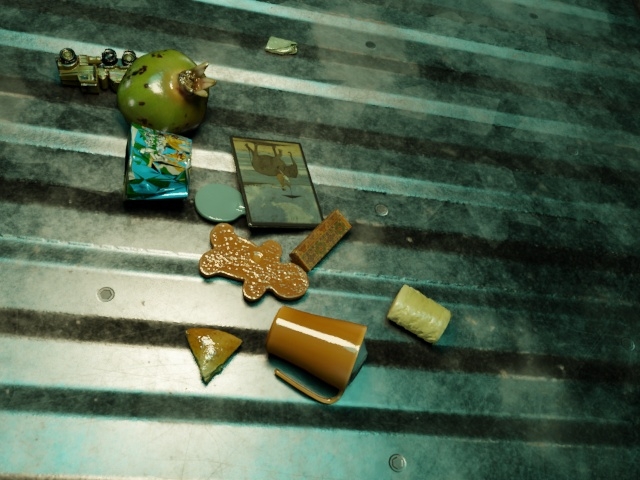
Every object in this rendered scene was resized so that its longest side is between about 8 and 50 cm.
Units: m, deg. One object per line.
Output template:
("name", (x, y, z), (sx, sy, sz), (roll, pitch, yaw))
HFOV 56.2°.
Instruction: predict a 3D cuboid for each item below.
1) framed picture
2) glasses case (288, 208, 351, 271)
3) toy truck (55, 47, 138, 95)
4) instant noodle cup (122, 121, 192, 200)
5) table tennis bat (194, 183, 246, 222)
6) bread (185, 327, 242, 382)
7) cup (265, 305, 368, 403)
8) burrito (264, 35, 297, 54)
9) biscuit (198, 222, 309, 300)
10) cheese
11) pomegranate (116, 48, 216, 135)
("framed picture", (-0.138, -0.186, 1.899), (0.265, 0.016, 0.347), (2, 58, -29))
("glasses case", (0.000, 0.000, 1.826), (0.075, 0.049, 0.218), (51, 57, -11))
("toy truck", (-0.715, -0.537, 1.940), (0.257, 0.127, 0.127), (1, 73, -13))
("instant noodle cup", (-0.475, -0.220, 1.752), (0.178, 0.240, 0.240), (4, 58, -21))
("table tennis bat", (-0.268, -0.105, 1.836), (0.237, 0.038, 0.149), (14, 48, -4))
("bread", (-0.270, 0.286, 1.584), (0.136, 0.054, 0.154), (-13, 66, -25))
("cup", (-0.012, 0.299, 1.592), (0.264, 0.182, 0.226), (20, 87, 6))
("burrito", (-0.146, -0.726, 2.247), (0.118, 0.044, 0.074), (14, 59, -4))
("biscuit", (-0.187, 0.083, 1.732), (0.324, 0.049, 0.205), (19, 57, -2))
("cheese", (0.289, 0.214, 1.747), (0.167, 0.094, 0.123), (31, 58, 6))
("pomegranate", (-0.473, -0.456, 1.826), (0.290, 0.323, 0.291), (3, 82, -20))
